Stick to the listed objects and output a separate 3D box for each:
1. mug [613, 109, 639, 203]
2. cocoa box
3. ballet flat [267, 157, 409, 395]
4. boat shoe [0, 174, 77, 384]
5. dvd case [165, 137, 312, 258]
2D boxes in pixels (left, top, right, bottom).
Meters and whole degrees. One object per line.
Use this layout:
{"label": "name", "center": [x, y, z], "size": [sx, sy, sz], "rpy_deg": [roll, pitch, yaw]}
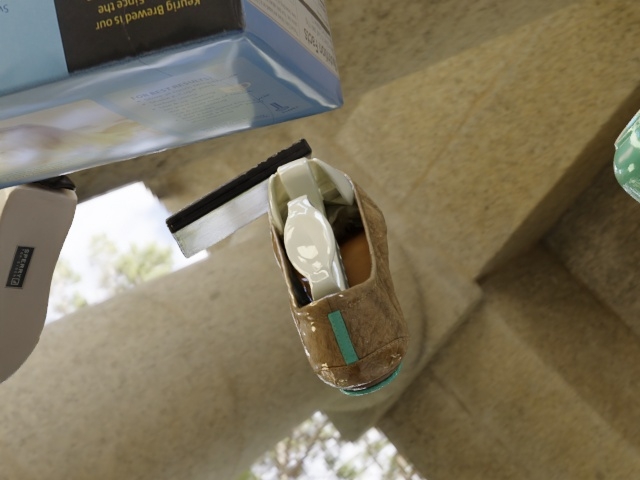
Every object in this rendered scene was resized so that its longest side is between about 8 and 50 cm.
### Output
{"label": "mug", "center": [0.331, -0.084, 1.178], "size": [0.097, 0.129, 0.158], "rpy_deg": [38, -16, 3]}
{"label": "cocoa box", "center": [-0.189, -0.168, 0.795], "size": [0.347, 0.231, 0.228], "rpy_deg": [-12, -97, 13]}
{"label": "ballet flat", "center": [0.000, 0.000, 1.165], "size": [0.116, 0.342, 0.124], "rpy_deg": [-23, -59, 8]}
{"label": "boat shoe", "center": [-0.406, 0.022, 1.584], "size": [0.341, 0.127, 0.158], "rpy_deg": [-61, -141, 21]}
{"label": "dvd case", "center": [-0.094, -0.044, 1.499], "size": [0.180, 0.253, 0.022], "rpy_deg": [-31, -95, -6]}
